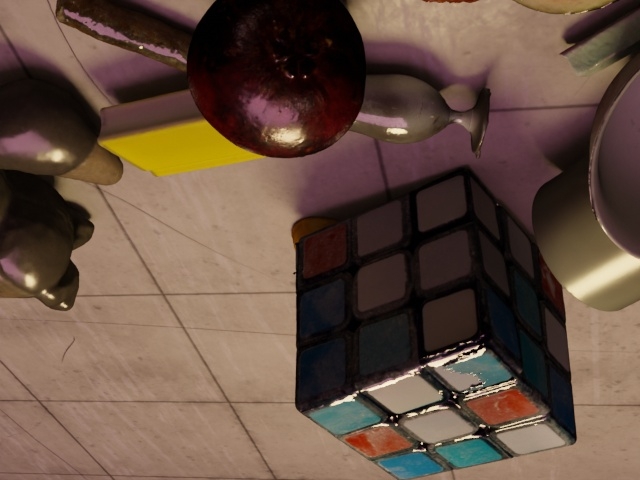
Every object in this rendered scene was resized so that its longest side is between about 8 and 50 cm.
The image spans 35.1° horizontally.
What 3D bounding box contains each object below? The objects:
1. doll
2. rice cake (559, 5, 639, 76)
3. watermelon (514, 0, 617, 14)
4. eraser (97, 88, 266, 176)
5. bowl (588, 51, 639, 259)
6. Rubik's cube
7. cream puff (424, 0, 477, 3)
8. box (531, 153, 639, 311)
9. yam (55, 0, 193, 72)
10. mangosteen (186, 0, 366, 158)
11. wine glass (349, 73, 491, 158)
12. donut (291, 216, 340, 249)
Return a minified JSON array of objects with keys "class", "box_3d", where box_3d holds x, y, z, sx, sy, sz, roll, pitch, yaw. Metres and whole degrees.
[{"class":"doll","box_3d":[-0.470,-0.047,1.616,0.379,0.252,0.382,-18,145,33]},{"class":"rice cake","box_3d":[0.438,-0.286,1.273,0.290,0.051,0.081,-27,167,41]},{"class":"watermelon","box_3d":[0.327,-0.338,1.207,0.245,0.063,0.119,-19,120,41]},{"class":"eraser","box_3d":[-0.202,-0.161,1.513,0.226,0.069,0.158,-7,162,26]},{"class":"bowl","box_3d":[0.480,-0.149,1.322,0.346,0.157,0.345,-6,120,-10]},{"class":"Rubik's cube","box_3d":[0.188,0.158,1.662,0.363,0.362,0.359,-25,137,27]},{"class":"cream puff","box_3d":[0.139,-0.375,1.031,0.351,0.228,0.350,3,145,2]},{"class":"box","box_3d":[0.447,-0.026,1.491,0.226,0.226,0.149,24,143,-24]},{"class":"yam","box_3d":[-0.229,-0.278,1.392,0.274,0.061,0.061,19,144,-20]},{"class":"mangosteen","box_3d":[-0.058,-0.217,1.320,0.236,0.235,0.261,15,172,-12]},{"class":"wine glass","box_3d":[0.125,-0.183,1.432,0.222,0.103,0.103,9,146,-2]},{"class":"donut","box_3d":[0.000,0.000,1.778,0.108,0.043,0.097,-7,145,12]}]
